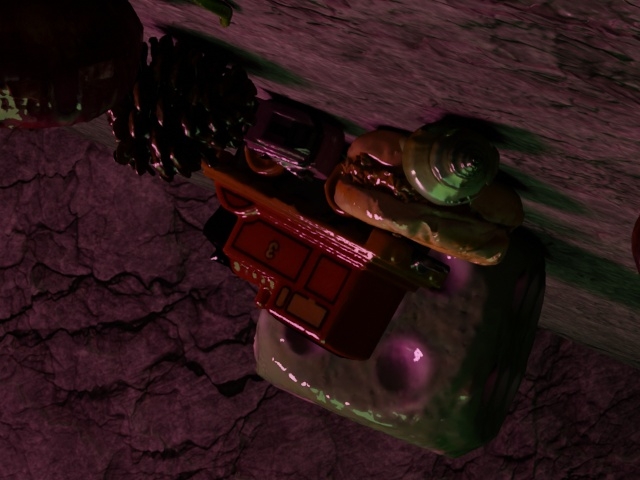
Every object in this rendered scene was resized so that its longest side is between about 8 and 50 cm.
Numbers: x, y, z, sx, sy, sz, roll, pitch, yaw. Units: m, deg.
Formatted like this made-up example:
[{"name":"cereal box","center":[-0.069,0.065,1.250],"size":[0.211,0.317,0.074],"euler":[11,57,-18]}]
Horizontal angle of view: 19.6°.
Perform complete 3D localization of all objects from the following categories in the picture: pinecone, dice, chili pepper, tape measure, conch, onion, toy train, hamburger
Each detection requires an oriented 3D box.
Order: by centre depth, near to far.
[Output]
[{"name":"chili pepper","center":[-0.102,-0.214,1.658],"size":[0.030,0.017,0.083],"euler":[19,172,47]},{"name":"onion","center":[-0.278,-0.211,1.748],"size":[0.230,0.163,0.230],"euler":[9,-152,-5]},{"name":"conch","center":[0.127,-0.079,1.801],"size":[0.094,0.080,0.201],"euler":[10,-166,-2]},{"name":"pinecone","center":[-0.149,-0.143,1.978],"size":[0.173,0.174,0.173],"euler":[22,176,2]},{"name":"hamburger","center":[0.116,-0.044,2.054],"size":[0.213,0.108,0.214],"euler":[24,176,2]},{"name":"tape measure","center":[-0.037,-0.118,2.152],"size":[0.125,0.074,0.118],"euler":[23,177,18]},{"name":"toy train","center":[0.000,0.000,2.294],"size":[0.369,0.232,0.163],"euler":[27,179,36]},{"name":"dice","center":[0.117,0.106,2.534],"size":[0.330,0.318,0.322],"euler":[21,176,17]}]

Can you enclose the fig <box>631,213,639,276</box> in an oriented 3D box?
[{"name":"fig","center":[0.359,0.031,1.469],"size":[0.230,0.143,0.160],"euler":[22,159,32]}]
